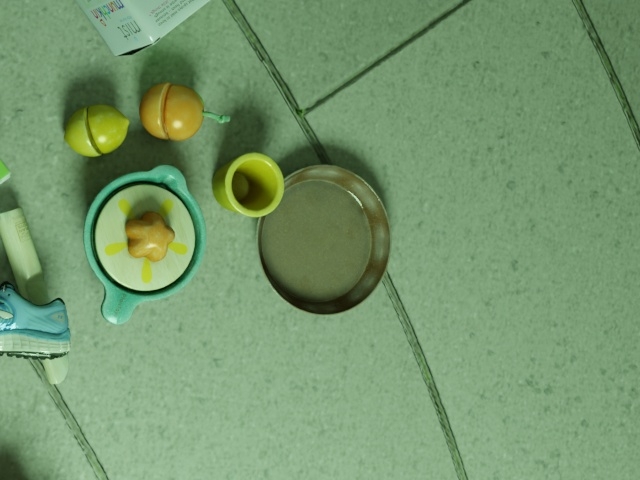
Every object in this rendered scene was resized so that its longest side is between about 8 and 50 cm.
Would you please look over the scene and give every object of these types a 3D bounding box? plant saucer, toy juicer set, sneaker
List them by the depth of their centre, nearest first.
[{"bbox_3d":[-0.330,0.077,1.658,0.162,0.063,0.073,7,76,-16],"label":"sneaker"},{"bbox_3d":[-0.206,-0.032,1.708,0.329,0.089,0.209,-42,107,-20],"label":"toy juicer set"},{"bbox_3d":[0.000,0.000,1.844,0.168,0.029,0.168,0,89,-26],"label":"plant saucer"}]

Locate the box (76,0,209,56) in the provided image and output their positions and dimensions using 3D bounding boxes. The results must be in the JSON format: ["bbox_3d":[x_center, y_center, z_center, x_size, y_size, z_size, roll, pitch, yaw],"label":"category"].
[{"bbox_3d":[-0.161,-0.361,1.715,0.262,0.127,0.231,-42,107,-21],"label":"box"}]

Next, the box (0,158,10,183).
[{"bbox_3d":[-0.486,-0.120,1.591,0.232,0.058,0.322,-41,105,-21],"label":"box"}]
